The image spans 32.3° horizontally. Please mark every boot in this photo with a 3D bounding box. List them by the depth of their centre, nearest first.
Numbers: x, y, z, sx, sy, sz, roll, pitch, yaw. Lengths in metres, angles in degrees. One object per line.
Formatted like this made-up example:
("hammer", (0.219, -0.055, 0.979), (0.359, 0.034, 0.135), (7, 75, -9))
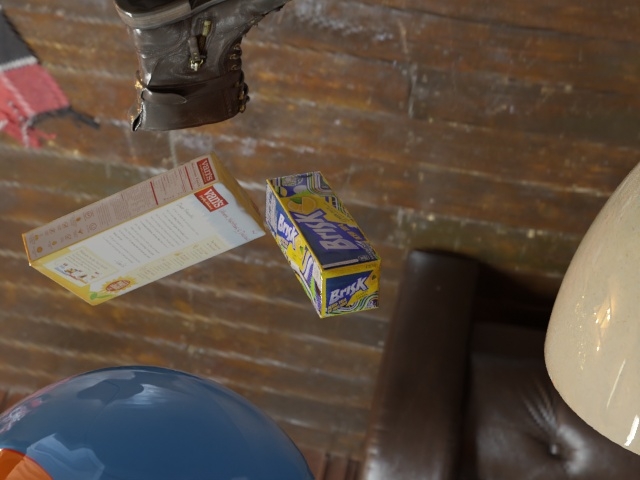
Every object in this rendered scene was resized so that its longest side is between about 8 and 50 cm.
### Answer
("boot", (-0.105, -0.223, 1.233), (0.263, 0.091, 0.229), (-14, 149, -5))

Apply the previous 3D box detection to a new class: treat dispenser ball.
("treat dispenser ball", (-0.131, 0.233, 0.775), (0.288, 0.288, 0.288), (8, 137, 8))

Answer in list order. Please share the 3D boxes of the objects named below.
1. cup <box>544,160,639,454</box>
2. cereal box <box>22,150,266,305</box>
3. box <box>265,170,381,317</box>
("cup", (0.389, 0.027, 1.058), (0.331, 0.331, 0.237), (4, 124, 12))
("cereal box", (-0.199, -0.008, 1.290), (0.240, 0.047, 0.173), (-23, 156, 5))
("box", (0.000, 0.000, 1.027), (0.059, 0.169, 0.054), (-10, 125, -16))
